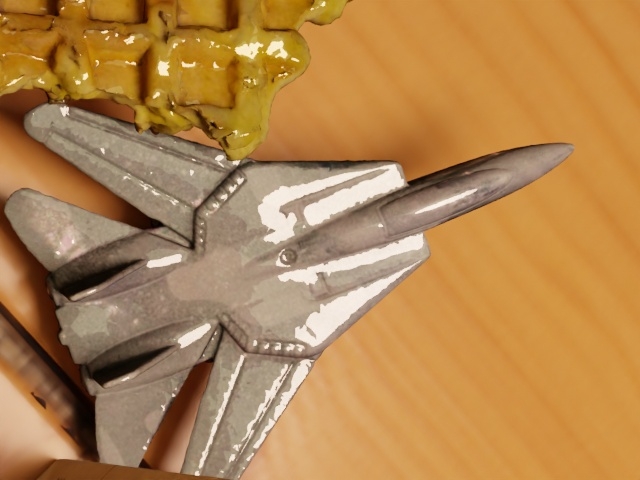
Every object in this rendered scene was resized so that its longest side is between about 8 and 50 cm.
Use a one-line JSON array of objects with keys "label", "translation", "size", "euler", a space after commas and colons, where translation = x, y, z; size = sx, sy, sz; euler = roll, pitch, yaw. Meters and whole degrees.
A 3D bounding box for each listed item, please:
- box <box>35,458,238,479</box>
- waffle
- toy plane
[{"label": "box", "translation": [-0.107, 0.170, 0.724], "size": [0.164, 0.256, 0.069], "euler": [-44, 103, -20]}, {"label": "waffle", "translation": [-0.125, -0.141, 0.817], "size": [0.291, 0.051, 0.291], "euler": [4, 73, -14]}, {"label": "toy plane", "translation": [-0.004, 0.000, 0.869], "size": [0.267, 0.088, 0.212], "euler": [-22, 97, -18]}]
